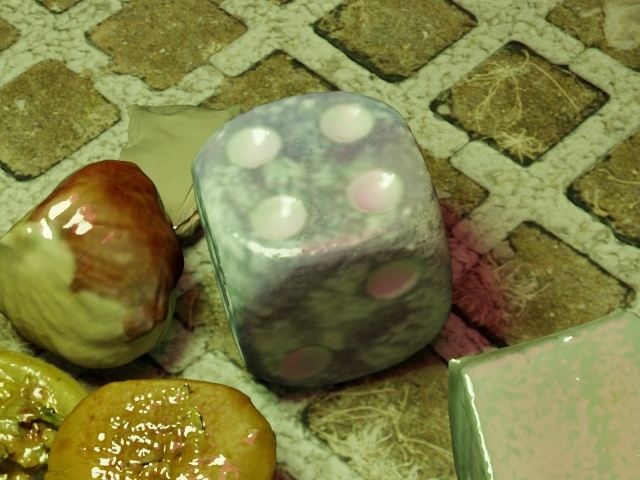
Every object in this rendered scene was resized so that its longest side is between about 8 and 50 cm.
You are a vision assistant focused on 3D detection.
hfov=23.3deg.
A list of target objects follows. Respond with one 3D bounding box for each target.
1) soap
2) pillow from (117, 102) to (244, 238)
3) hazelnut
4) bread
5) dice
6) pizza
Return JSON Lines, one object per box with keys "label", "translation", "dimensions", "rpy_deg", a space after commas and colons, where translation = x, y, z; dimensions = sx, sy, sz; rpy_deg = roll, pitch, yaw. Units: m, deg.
{"label": "soap", "translation": [0.277, 0.348, 1.546], "dimensions": [0.213, 0.350, 0.435], "rpy_deg": [-10, 53, -4]}
{"label": "pillow", "translation": [-0.221, -0.101, 2.141], "dimensions": [0.173, 0.067, 0.270], "rpy_deg": [7, 50, 12]}
{"label": "hazelnut", "translation": [-0.299, 0.026, 1.936], "dimensions": [0.261, 0.241, 0.261], "rpy_deg": [-2, 86, 33]}
{"label": "bread", "translation": [-0.176, 0.279, 1.778], "dimensions": [0.268, 0.145, 0.268], "rpy_deg": [-4, 54, 5]}
{"label": "dice", "translation": [0.000, 0.000, 1.904], "dimensions": [0.271, 0.270, 0.270], "rpy_deg": [-15, 51, -6]}
{"label": "pizza", "translation": [-0.416, 0.200, 1.907], "dimensions": [0.258, 0.087, 0.268], "rpy_deg": [-23, 50, -17]}
